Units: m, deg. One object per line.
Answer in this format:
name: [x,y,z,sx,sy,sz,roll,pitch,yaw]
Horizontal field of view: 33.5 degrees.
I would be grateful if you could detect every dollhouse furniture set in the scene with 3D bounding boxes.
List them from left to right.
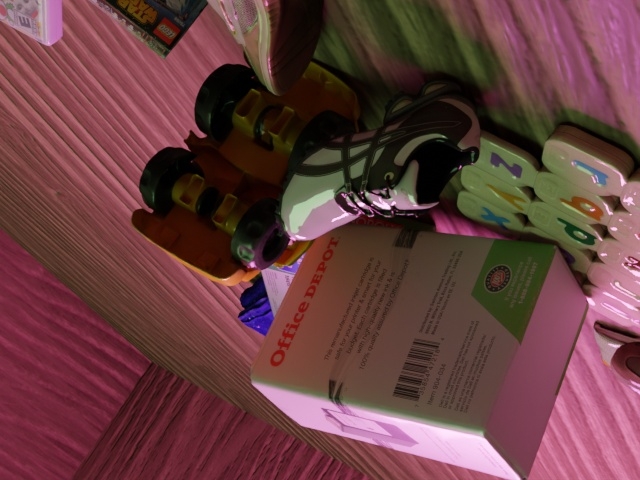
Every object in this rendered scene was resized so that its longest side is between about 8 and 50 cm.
dollhouse furniture set: [0.343,0.147,1.102,0.152,0.058,0.076,19,157,40]

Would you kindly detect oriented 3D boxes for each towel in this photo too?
towel: [-0.014,0.137,1.692,0.228,0.076,0.308,37,163,-6]

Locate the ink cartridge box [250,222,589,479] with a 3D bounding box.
ink cartridge box: [0.095,0.099,1.048,0.273,0.198,0.115,7,151,38]

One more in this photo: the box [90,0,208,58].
box: [-0.161,-0.236,0.920,0.137,0.094,0.027,38,162,-12]

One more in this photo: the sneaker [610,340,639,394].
sneaker: [0.367,0.120,1.008,0.188,0.066,0.071,15,139,34]

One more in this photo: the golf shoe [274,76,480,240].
golf shoe: [0.045,-0.051,0.880,0.077,0.198,0.094,37,-156,-38]

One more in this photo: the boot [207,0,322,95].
boot: [-0.090,-0.220,0.866,0.165,0.077,0.213,26,156,23]

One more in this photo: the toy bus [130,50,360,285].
toy bus: [-0.051,-0.046,1.046,0.149,0.220,0.211,30,169,24]

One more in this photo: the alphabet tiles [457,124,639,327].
alphabet tiles: [0.248,-0.002,0.934,0.278,0.021,0.284,29,162,16]

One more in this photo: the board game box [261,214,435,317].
board game box: [0.033,0.054,1.304,0.213,0.046,0.317,14,152,13]

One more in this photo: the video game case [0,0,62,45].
video game case: [-0.326,-0.315,0.978,0.206,0.026,0.227,29,139,15]
